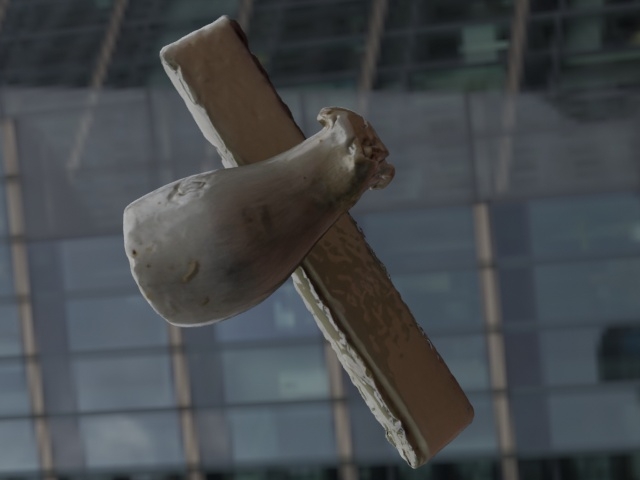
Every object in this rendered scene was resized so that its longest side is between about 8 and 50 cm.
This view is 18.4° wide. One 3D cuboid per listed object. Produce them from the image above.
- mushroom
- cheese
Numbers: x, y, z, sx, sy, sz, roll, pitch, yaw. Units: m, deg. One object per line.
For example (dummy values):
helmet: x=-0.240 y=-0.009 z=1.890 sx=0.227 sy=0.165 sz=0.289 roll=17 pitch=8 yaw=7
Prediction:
mushroom: x=-0.042 y=-0.016 z=1.519 sx=0.116 sy=0.225 sz=0.093 roll=66 pitch=172 yaw=-6
cheese: x=-0.002 y=0.001 z=1.615 sx=0.085 sy=0.034 sz=0.400 roll=-36 pitch=-85 yaw=-35
